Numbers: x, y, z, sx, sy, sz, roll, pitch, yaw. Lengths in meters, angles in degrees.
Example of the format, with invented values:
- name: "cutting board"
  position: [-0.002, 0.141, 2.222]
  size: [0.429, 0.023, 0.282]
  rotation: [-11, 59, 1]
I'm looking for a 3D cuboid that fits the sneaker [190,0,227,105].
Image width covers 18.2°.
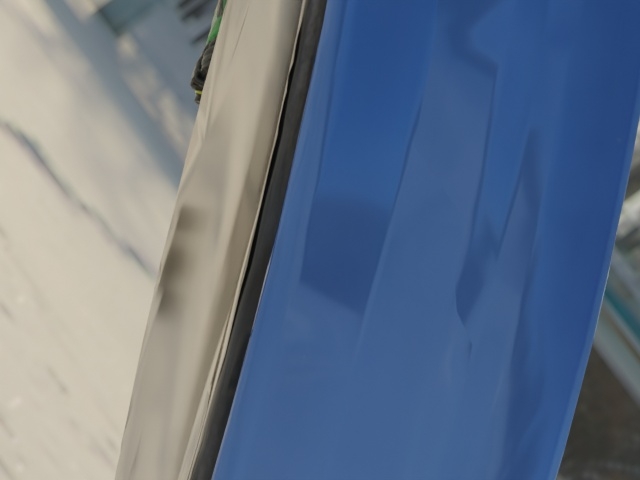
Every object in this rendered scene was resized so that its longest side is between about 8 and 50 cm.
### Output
- name: "sneaker"
  position: [0.033, -0.117, 1.646]
  size: [0.134, 0.146, 0.343]
  rotation: [-1, -26, 32]

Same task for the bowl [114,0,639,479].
- name: "bowl"
  position: [0.000, 0.000, 0.614]
  size: [0.077, 0.391, 0.391]
  rotation: [13, 7, -8]
